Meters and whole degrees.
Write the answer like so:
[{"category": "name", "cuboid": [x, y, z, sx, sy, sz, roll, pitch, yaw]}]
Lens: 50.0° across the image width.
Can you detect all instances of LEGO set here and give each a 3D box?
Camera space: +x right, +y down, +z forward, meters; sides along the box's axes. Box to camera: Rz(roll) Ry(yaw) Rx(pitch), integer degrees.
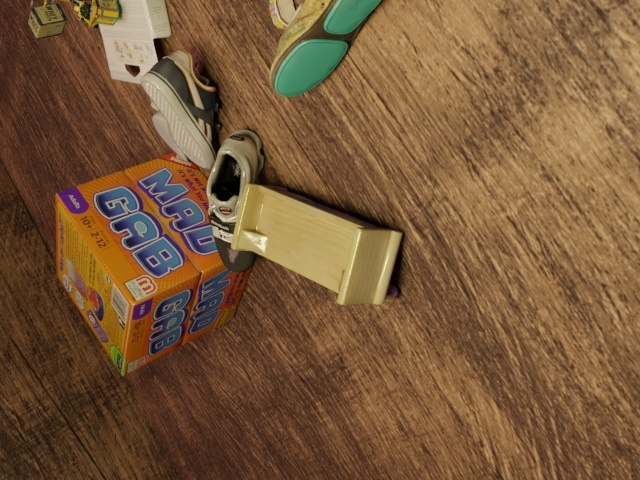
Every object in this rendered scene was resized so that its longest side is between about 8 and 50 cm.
[{"category": "LEGO set", "cuboid": [-0.586, -0.665, 1.587, 0.255, 0.192, 0.331, 43, 125, 35]}]

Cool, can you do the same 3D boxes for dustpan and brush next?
[{"category": "dustpan and brush", "cuboid": [-0.394, -0.304, 1.755, 0.211, 0.060, 0.147, 37, 158, 31]}]

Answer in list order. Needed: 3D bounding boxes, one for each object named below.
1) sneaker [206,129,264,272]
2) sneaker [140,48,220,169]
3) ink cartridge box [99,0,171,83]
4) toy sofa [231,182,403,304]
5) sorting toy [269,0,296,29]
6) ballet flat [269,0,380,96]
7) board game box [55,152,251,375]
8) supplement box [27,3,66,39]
[{"category": "sneaker", "cuboid": [-0.202, -0.069, 1.515, 0.122, 0.146, 0.331, 7, 112, 13]}, {"category": "sneaker", "cuboid": [-0.290, -0.296, 1.582, 0.126, 0.127, 0.321, 28, 159, 23]}, {"category": "ink cartridge box", "cuboid": [-0.461, -0.514, 1.702, 0.275, 0.060, 0.239, 21, 128, 44]}, {"category": "toy sofa", "cuboid": [0.000, 0.000, 1.388, 0.362, 0.177, 0.150, 24, 105, 43]}, {"category": "sorting toy", "cuboid": [-0.077, -0.427, 1.284, 0.075, 0.045, 0.083, 23, 131, 68]}, {"category": "ballet flat", "cuboid": [0.008, -0.375, 1.152, 0.123, 0.123, 0.348, 59, 146, 6]}, {"category": "board game box", "cuboid": [-0.432, 0.054, 1.772, 0.356, 0.356, 0.356, 49, 143, 19]}, {"category": "supplement box", "cuboid": [-0.818, -0.654, 2.053, 0.083, 0.083, 0.056, -31, 87, 54]}]
